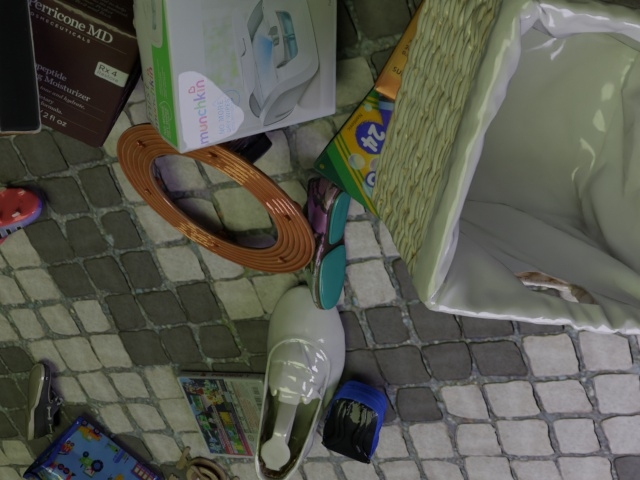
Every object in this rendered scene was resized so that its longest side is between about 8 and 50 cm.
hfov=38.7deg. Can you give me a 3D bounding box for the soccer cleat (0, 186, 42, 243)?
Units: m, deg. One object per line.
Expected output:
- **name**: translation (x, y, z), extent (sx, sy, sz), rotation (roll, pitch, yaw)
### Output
- **soccer cleat**: translation (-0.578, -0.030, 1.628), extent (0.248, 0.083, 0.095), rotation (-15, 145, 25)

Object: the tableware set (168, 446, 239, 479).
- **tableware set**: translation (-0.256, 0.518, 1.872), extent (0.128, 0.039, 0.194), rotation (31, 128, 1)

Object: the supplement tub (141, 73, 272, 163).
- **supplement tub**: translation (-0.157, -0.192, 1.309), extent (0.106, 0.106, 0.198), rotation (-29, 108, 35)

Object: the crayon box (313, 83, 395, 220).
- **crayon box**: translation (0.177, -0.085, 1.252), extent (0.323, 0.083, 0.203), rotation (37, 129, -4)

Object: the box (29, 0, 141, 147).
- **box**: translation (-0.329, -0.276, 1.268), extent (0.168, 0.167, 0.203), rotation (25, 130, -10)

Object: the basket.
- **basket**: translation (0.260, -0.104, 0.987), extent (0.328, 0.266, 0.331), rotation (7, 113, -16)

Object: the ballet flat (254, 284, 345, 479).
- **ballet flat**: translation (-0.045, 0.264, 1.539), extent (0.139, 0.139, 0.400), rotation (19, 124, 11)

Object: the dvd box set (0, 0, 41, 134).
- **dvd box set**: translation (-0.516, -0.288, 1.258), extent (0.420, 0.062, 0.308), rotation (4, 100, 48)

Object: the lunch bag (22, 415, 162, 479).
- **lunch bag**: translation (-0.510, 0.528, 1.953), extent (0.221, 0.138, 0.293), rotation (41, 140, -8)

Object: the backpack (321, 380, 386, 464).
- **backpack**: translation (0.060, 0.296, 1.548), extent (0.098, 0.101, 0.120), rotation (15, 123, 11)

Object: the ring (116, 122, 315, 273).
- **ring**: translation (-0.154, -0.063, 1.363), extent (0.336, 0.032, 0.337), rotation (24, 153, 13)

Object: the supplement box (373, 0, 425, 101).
- **supplement box**: translation (0.152, -0.267, 1.091), extent (0.078, 0.080, 0.233), rotation (29, 103, -2)

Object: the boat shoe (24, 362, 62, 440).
- **boat shoe**: translation (-0.568, 0.329, 1.879), extent (0.065, 0.075, 0.206), rotation (-1, 128, -29)

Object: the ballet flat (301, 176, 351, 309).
- **ballet flat**: translation (0.000, 0.000, 1.400), extent (0.079, 0.077, 0.222), rotation (24, 126, 30)

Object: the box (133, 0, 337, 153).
- **box**: translation (-0.108, -0.274, 1.144), extent (0.127, 0.231, 0.262), rotation (44, 142, 45)

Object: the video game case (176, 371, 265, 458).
- **video game case**: translation (-0.159, 0.331, 1.716), extent (0.183, 0.023, 0.201), rotation (-2, 122, 24)
